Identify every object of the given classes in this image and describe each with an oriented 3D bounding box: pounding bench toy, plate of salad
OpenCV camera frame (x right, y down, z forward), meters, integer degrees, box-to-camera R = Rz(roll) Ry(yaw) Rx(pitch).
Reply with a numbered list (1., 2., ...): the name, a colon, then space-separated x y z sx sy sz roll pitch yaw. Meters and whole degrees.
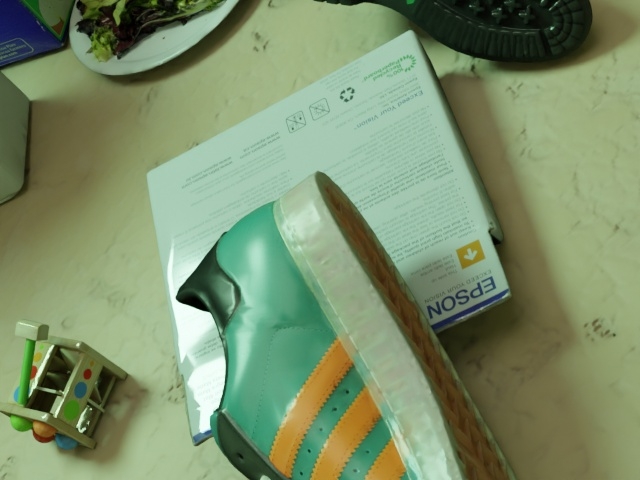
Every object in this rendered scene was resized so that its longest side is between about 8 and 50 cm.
1. pounding bench toy: -0.184 0.098 0.750 0.052 0.083 0.065 6 63 34
2. plate of salad: -0.141 -0.228 0.961 0.200 0.048 0.200 -16 54 23

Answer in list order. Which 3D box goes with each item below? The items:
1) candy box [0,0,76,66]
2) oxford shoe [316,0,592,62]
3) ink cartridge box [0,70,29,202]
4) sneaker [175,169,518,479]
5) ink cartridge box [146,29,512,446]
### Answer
1. candy box: -0.410 -0.277 0.979 0.268 0.317 0.122 -11 56 26
2. oxford shoe: 0.087 -0.188 0.769 0.227 0.083 0.096 26 33 22
3. ink cartridge box: -0.400 -0.119 0.899 0.201 0.278 0.117 -23 48 18
4. sneaker: 0.020 0.115 0.581 0.121 0.108 0.302 -34 62 14
5. ink cartridge box: 0.000 0.000 0.724 0.223 0.045 0.224 -26 53 16
